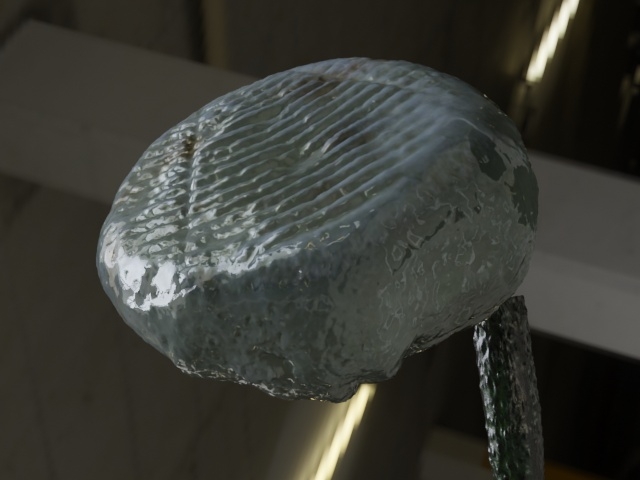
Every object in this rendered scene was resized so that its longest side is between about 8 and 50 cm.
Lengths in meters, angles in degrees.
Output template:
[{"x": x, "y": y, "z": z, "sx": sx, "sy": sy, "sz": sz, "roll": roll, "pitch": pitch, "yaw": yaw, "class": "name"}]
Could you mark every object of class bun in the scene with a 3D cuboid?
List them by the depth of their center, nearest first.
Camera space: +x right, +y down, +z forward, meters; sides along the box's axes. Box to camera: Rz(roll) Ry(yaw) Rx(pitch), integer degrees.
[{"x": -0.002, "y": -0.003, "z": 1.372, "sx": 0.354, "sy": 0.354, "sz": 0.194, "roll": -57, "pitch": -45, "yaw": -45, "class": "bun"}]

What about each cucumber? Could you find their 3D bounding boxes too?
[{"x": 0.216, "y": 0.208, "z": 1.944, "sx": 0.067, "sy": 0.068, "sz": 0.293, "roll": -15, "pitch": -82, "yaw": -71, "class": "cucumber"}]
